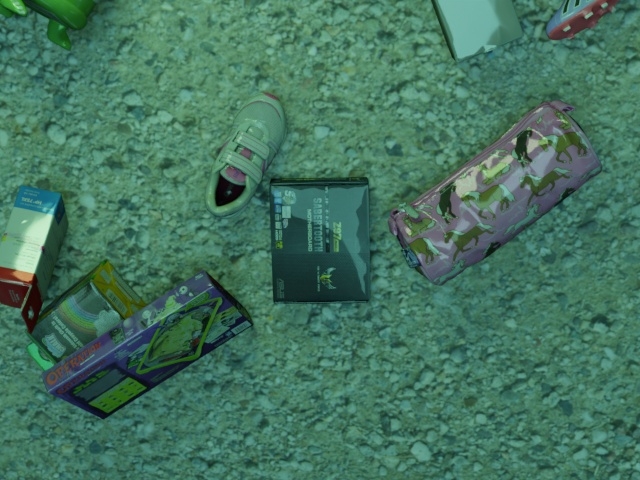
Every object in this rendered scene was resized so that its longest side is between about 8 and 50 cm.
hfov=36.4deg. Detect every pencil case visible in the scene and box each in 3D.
[{"bbox_3d":[0.307,-0.084,1.724,0.386,0.167,0.160,-36,66,10],"label":"pencil case"}]

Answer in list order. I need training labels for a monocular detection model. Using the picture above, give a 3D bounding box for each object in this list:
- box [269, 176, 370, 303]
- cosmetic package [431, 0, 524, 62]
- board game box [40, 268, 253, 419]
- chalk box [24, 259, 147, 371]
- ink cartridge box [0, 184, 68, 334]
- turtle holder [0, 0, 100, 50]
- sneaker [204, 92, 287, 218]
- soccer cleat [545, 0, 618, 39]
[{"bbox_3d":[0.000,0.000,1.804,0.183,0.059,0.232,0,105,1],"label":"box"},{"bbox_3d":[0.246,-0.436,1.660,0.127,0.107,0.238,-19,106,7],"label":"cosmetic package"},{"bbox_3d":[-0.309,0.197,1.782,0.347,0.208,0.056,-32,65,1],"label":"board game box"},{"bbox_3d":[-0.451,0.162,1.826,0.213,0.132,0.132,-36,102,11],"label":"chalk box"},{"bbox_3d":[-0.522,0.036,1.734,0.078,0.134,0.231,13,64,-3],"label":"ink cartridge box"},{"bbox_3d":[-0.493,-0.490,1.624,0.320,0.243,0.227,29,89,34],"label":"turtle holder"},{"bbox_3d":[-0.134,-0.142,1.743,0.103,0.111,0.252,22,104,-4],"label":"sneaker"},{"bbox_3d":[0.482,-0.441,1.671,0.248,0.083,0.095,-37,71,15],"label":"soccer cleat"}]
